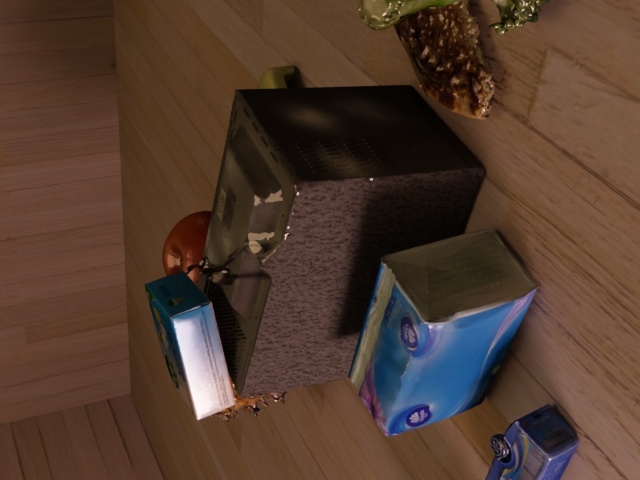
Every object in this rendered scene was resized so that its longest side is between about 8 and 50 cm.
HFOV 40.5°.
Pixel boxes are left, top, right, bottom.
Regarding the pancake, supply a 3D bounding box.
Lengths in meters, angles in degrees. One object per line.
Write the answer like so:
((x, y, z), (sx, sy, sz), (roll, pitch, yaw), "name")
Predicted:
((0.186, -0.318, 1.216), (0.266, 0.057, 0.244), (45, 130, 46), "pancake")

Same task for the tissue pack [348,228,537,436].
((0.170, 0.135, 1.242), (0.146, 0.198, 0.263), (57, 149, 35), "tissue pack")

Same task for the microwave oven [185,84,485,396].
((0.000, 0.000, 1.364), (0.236, 0.374, 0.432), (58, 144, 41), "microwave oven")

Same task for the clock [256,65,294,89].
((-0.067, -0.226, 1.775), (0.232, 0.069, 0.170), (68, 153, 21), "clock")

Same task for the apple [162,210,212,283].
((-0.290, 0.053, 2.227), (0.272, 0.206, 0.251), (66, 150, 30), "apple")

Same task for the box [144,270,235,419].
((-0.208, 0.165, 1.381), (0.139, 0.073, 0.194), (34, 139, 56), "box")

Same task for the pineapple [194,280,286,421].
((-0.180, 0.223, 1.885), (0.352, 0.300, 0.352), (54, 164, 22), "pineapple")

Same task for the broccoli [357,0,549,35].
((0.142, -0.338, 1.003), (0.177, 0.275, 0.198), (106, 146, -52), "broccoli")

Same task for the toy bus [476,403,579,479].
((0.282, 0.336, 1.224), (0.094, 0.079, 0.236), (54, 146, 41), "toy bus")
